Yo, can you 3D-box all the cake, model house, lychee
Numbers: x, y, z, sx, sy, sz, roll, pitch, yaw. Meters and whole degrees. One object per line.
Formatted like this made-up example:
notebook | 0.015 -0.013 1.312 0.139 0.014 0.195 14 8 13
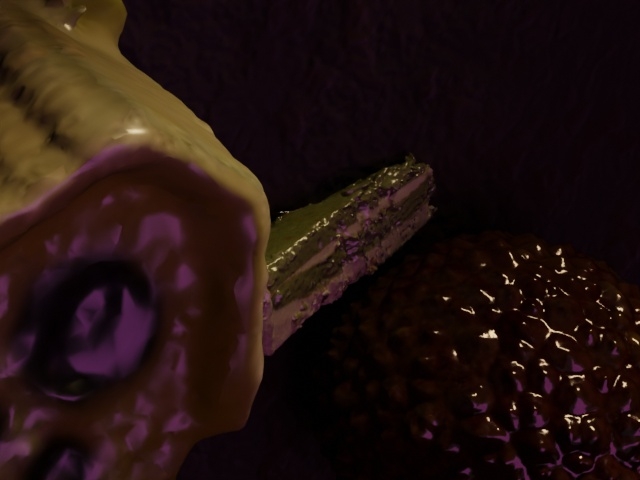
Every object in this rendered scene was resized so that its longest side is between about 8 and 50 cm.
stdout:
cake | 0.000 0.000 0.672 0.140 0.055 0.051 -36 130 -35
model house | -0.133 0.015 0.485 0.175 0.193 0.234 22 102 -36
lychee | 0.101 0.088 0.686 0.188 0.188 0.188 -15 122 -26
